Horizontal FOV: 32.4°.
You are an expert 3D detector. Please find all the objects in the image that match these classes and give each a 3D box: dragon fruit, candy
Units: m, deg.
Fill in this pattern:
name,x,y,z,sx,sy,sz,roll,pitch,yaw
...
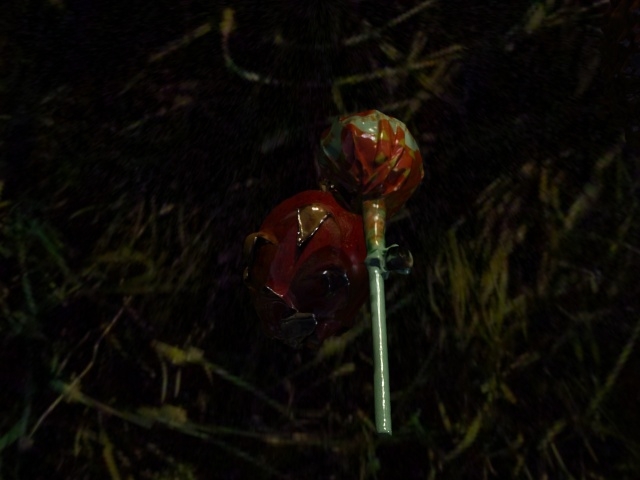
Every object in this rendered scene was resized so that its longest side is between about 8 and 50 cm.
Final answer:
name,x,y,z,sx,sy,sz,roll,pitch,yaw
dragon fruit,0.000,0.000,1.050,0.125,0.246,0.125,35,123,-7
candy,0.039,0.015,0.826,0.084,0.287,0.078,23,137,-26

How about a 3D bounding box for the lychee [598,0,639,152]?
name,x,y,z,sx,sy,sz,roll,pitch,yaw
lychee,0.386,-0.189,0.975,0.304,0.276,0.275,-41,100,-9
